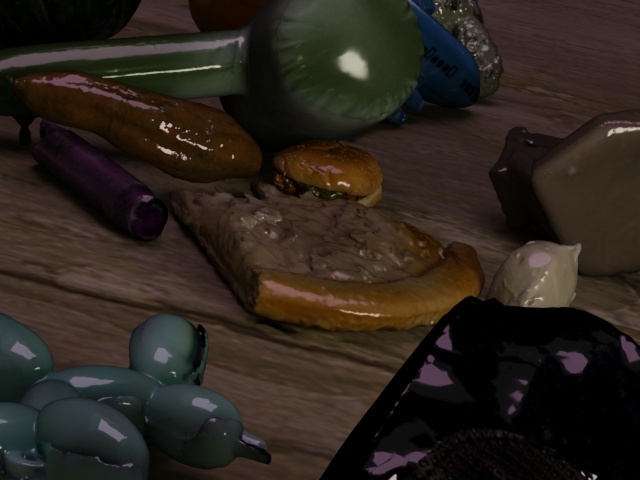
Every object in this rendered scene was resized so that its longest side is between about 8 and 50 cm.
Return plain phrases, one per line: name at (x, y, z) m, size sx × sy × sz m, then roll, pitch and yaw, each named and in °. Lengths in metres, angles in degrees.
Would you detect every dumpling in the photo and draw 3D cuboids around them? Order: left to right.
dumpling at (0.123, 0.025, 1.091) m, size 0.057 × 0.076 × 0.052 m, roll 0°, pitch -27°, yaw 35°

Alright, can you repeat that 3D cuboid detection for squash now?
squash at (-0.244, -0.222, 1.448) m, size 0.218 × 0.218 × 0.172 m, roll 28°, pitch -18°, yaw 44°

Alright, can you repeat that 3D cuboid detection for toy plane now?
toy plane at (0.058, -0.183, 1.552) m, size 0.105 × 0.254 × 0.271 m, roll -4°, pitch -28°, yaw 25°

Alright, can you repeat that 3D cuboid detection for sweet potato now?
sweet potato at (-0.118, -0.077, 1.200) m, size 0.182 × 0.053 × 0.054 m, roll 19°, pitch 52°, yaw -18°

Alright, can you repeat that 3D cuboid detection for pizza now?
pizza at (0.000, 0.000, 1.130) m, size 0.181 × 0.034 × 0.262 m, roll 1°, pitch 19°, yaw -27°

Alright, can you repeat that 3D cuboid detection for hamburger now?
hamburger at (0.005, -0.045, 1.262) m, size 0.076 × 0.044 × 0.083 m, roll 14°, pitch 20°, yaw 15°

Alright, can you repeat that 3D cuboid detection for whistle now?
whistle at (-0.149, -0.041, 1.176) m, size 0.033 × 0.033 × 0.176 m, roll 0°, pitch 20°, yaw -32°

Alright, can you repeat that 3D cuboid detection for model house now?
model house at (0.235, -0.057, 1.268) m, size 0.229 × 0.122 × 0.188 m, roll -9°, pitch 17°, yaw -9°

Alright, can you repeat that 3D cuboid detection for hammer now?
hammer at (-0.106, -0.117, 1.289) m, size 0.336 × 0.118 × 0.206 m, roll -7°, pitch -4°, yaw -16°

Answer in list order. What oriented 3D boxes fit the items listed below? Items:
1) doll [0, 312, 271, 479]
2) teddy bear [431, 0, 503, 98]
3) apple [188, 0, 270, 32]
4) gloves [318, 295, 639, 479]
doll at (-0.104, 0.079, 0.773) m, size 0.159 × 0.059 × 0.158 m, roll 2°, pitch 19°, yaw -30°
teddy bear at (0.095, -0.215, 1.750) m, size 0.133 × 0.111 × 0.213 m, roll 8°, pitch 18°, yaw -21°
apple at (-0.025, -0.243, 1.658) m, size 0.173 × 0.160 × 0.195 m, roll 1°, pitch -25°, yaw -35°
gloves at (0.140, 0.129, 0.608) m, size 0.301 × 0.152 × 0.197 m, roll 21°, pitch 40°, yaw 13°
